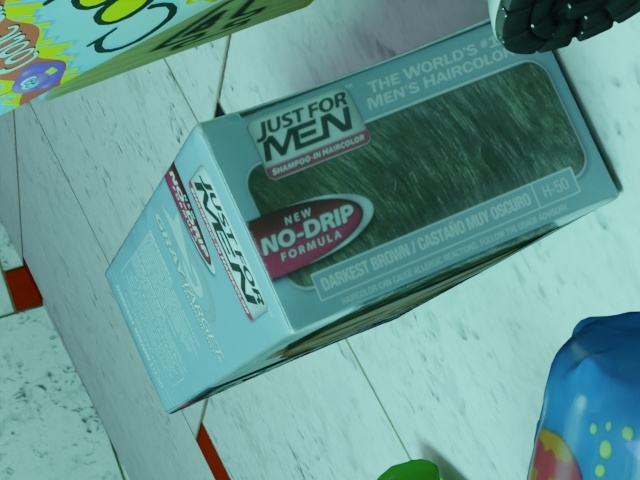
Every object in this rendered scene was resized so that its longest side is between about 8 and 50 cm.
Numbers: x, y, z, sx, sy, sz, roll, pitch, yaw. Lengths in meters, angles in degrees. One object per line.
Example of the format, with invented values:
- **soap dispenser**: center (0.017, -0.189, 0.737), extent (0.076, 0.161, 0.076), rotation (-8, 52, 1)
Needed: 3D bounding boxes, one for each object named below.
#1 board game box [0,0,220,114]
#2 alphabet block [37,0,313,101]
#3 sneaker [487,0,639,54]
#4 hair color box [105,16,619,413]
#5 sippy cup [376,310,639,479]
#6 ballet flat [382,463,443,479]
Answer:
- **board game box**: center (-0.081, -0.195, 0.740), extent (0.144, 0.275, 0.142), rotation (62, 179, 16)
- **alphabet block**: center (-0.103, -0.214, 0.960), extent (0.192, 0.197, 0.193), rotation (67, 163, -2)
- **sneaker**: center (0.092, -0.188, 0.587), extent (0.283, 0.107, 0.124), rotation (109, 141, -65)
- **hair color box**: center (0.000, 0.000, 0.938), extent (0.113, 0.185, 0.374), rotation (66, 163, 6)
- **sippy cup**: center (0.162, 0.142, 0.574), extent (0.240, 0.306, 0.224), rotation (-83, -6, -82)
- **ballet flat**: center (0.109, 0.227, 1.114), extent (0.077, 0.077, 0.231), rotation (52, 174, -27)
